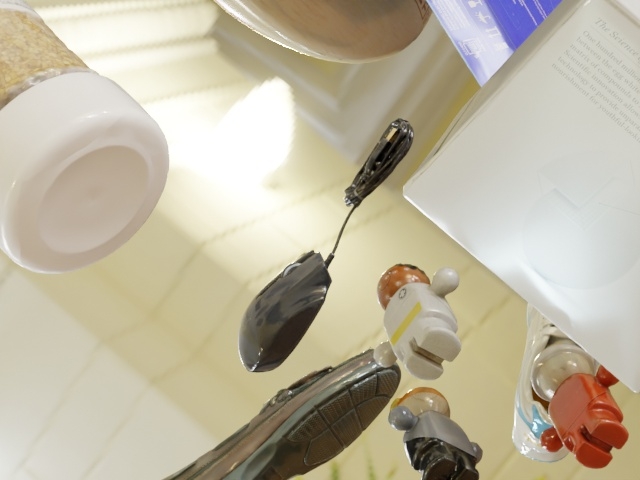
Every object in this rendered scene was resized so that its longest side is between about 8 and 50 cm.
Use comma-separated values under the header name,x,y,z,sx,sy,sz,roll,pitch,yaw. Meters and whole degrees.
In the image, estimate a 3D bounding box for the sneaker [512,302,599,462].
name,x,y,z,sx,sy,sz,roll,pitch,yaw
sneaker,0.246,0.103,1.599,0.092,0.087,0.228,94,-173,-61

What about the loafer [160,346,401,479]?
name,x,y,z,sx,sy,sz,roll,pitch,yaw
loafer,-0.048,0.180,1.473,0.267,0.084,0.096,-39,-36,-14

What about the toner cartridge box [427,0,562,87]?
name,x,y,z,sx,sy,sz,roll,pitch,yaw
toner cartridge box,0.137,-0.330,1.533,0.075,0.348,0.165,-8,33,50

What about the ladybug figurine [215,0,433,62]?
name,x,y,z,sx,sy,sz,roll,pitch,yaw
ladybug figurine,-0.043,-0.346,1.583,0.449,0.162,0.305,42,-119,-39

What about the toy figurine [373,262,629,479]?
name,x,y,z,sx,sy,sz,roll,pitch,yaw
toy figurine,0.152,0.099,1.384,0.210,0.213,0.148,-15,29,-2

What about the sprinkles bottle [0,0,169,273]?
name,x,y,z,sx,sy,sz,roll,pitch,yaw
sprinkles bottle,-0.244,-0.126,1.047,0.121,0.355,0.121,-30,-36,-25

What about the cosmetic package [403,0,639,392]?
name,x,y,z,sx,sy,sz,roll,pitch,yaw
cosmetic package,0.222,-0.058,1.097,0.224,0.224,0.138,-47,4,42

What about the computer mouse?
name,x,y,z,sx,sy,sz,roll,pitch,yaw
computer mouse,0.000,0.000,1.299,0.242,0.041,0.071,-59,16,-8
